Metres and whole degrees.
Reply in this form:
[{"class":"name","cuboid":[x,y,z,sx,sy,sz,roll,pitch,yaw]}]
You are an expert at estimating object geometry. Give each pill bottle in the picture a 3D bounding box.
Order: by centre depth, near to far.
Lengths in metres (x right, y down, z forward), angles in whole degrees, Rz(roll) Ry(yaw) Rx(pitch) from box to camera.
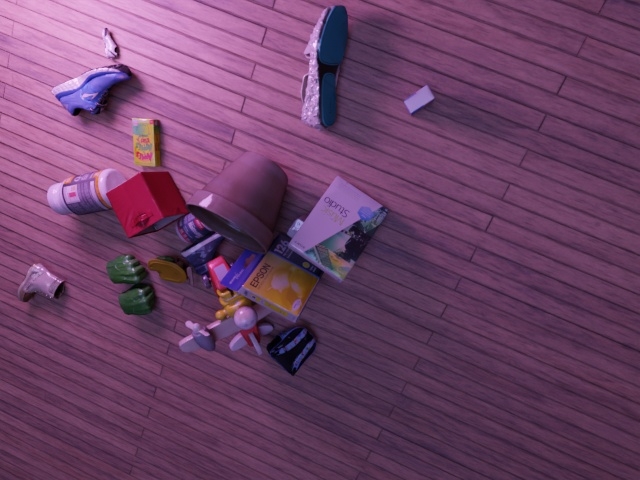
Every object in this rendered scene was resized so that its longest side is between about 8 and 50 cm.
[{"class":"pill bottle","cuboid":[-0.470,-0.072,1.704,0.180,0.108,0.107,-29,97,17]},{"class":"pill bottle","cuboid":[-0.936,-0.189,1.742,0.279,0.162,0.162,-8,102,13]}]

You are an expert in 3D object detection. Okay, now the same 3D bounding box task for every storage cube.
[{"class":"storage cube","cuboid":[-0.666,-0.144,1.676,0.184,0.215,0.193,-26,91,17]}]

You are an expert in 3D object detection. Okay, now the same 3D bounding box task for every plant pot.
[{"class":"plant pot","cuboid":[-0.266,-0.152,1.539,0.323,0.323,0.280,27,74,4]}]

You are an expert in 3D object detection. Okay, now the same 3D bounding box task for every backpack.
[{"class":"backpack","cuboid":[-0.113,0.429,1.752,0.173,0.117,0.158,-46,109,-11]}]

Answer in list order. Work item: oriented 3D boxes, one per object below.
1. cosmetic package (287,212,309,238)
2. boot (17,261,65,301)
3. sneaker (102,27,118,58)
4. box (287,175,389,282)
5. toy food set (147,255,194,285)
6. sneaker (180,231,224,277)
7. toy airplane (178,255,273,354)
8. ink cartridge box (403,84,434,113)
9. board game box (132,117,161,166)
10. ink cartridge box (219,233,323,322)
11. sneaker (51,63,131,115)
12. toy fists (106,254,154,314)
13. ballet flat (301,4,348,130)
[{"class":"cosmetic package","cuboid":[0.000,0.000,1.624,0.231,0.117,0.085,36,108,2]},{"class":"boot","cuboid":[-1.264,0.226,1.958,0.165,0.077,0.213,33,105,0]},{"class":"sneaker","cuboid":[-0.798,-0.751,1.642,0.044,0.040,0.109,-7,107,-4]},{"class":"box","cuboid":[0.066,-0.043,1.544,0.232,0.058,0.322,34,75,2]},{"class":"toy food set","cuboid":[-0.609,0.112,1.806,0.218,0.071,0.128,11,135,13]},{"class":"sneaker","cuboid":[-0.424,0.054,1.744,0.226,0.086,0.163,-30,105,8]},{"class":"toy airplane","cuboid":[-0.302,0.289,1.656,0.385,0.272,0.385,21,91,-25]},{"class":"ink cartridge box","cuboid":[0.328,-0.463,1.438,0.089,0.122,0.052,-32,92,16]},{"class":"board game box","cuboid":[-0.686,-0.387,1.703,0.092,0.043,0.181,6,105,10]},{"class":"ink cartridge box","cuboid":[-0.159,0.112,1.593,0.307,0.303,0.072,29,137,2]},{"class":"sneaker","cuboid":[-0.857,-0.575,1.664,0.330,0.129,0.147,-16,115,18]},{"class":"toy fists","cuboid":[-0.798,0.191,1.847,0.142,0.096,0.279,-8,104,24]},{"class":"ballet flat","cuboid":[-0.007,-0.587,1.477,0.147,0.147,0.408,10,105,9]}]
